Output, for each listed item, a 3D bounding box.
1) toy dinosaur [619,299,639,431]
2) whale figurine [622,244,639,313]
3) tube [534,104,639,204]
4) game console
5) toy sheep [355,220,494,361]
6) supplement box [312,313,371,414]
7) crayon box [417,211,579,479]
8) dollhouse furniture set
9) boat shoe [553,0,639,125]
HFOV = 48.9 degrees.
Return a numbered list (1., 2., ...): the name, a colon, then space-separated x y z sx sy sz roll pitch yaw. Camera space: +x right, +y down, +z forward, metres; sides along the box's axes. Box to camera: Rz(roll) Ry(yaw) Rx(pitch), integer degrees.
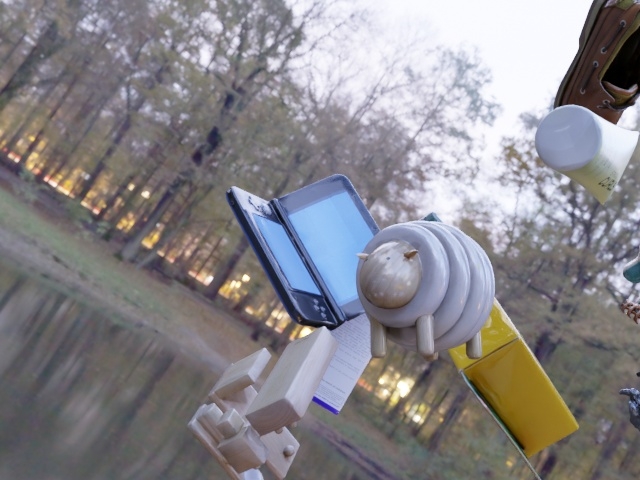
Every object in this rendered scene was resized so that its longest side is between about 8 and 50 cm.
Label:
1. toy dinosaur: 0.630 0.235 1.161 0.164 0.218 0.322 0 53 -26
2. whale figurine: 0.691 0.078 1.339 0.216 0.141 0.272 -1 -42 0
3. tube: 0.290 -0.089 0.731 0.240 0.070 0.062 4 63 -57
4. game console: 0.000 0.000 1.308 0.293 0.173 0.250 59 14 21
5. toy sheep: 0.069 0.031 0.445 0.091 0.091 0.132 27 6 37
6. supplement box: 0.038 0.229 1.443 0.114 0.220 0.111 31 -7 -1
7. crayon box: 0.207 0.127 0.883 0.202 0.081 0.318 51 10 -35
8. dollhouse furniture set: -0.029 0.182 0.691 0.123 0.151 0.144 53 29 -11
9. boat shoe: 0.468 -0.255 1.158 0.104 0.110 0.307 -113 -165 -49
